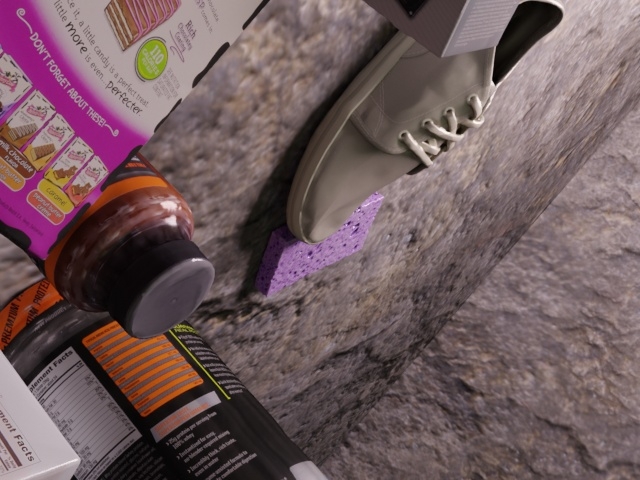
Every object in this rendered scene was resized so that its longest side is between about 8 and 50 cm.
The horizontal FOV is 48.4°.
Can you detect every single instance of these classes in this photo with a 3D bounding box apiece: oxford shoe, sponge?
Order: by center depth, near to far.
[{"bbox_3d":[0.123,-0.159,0.866,0.449,0.130,0.169,-49,159,10],"label":"oxford shoe"},{"bbox_3d":[0.000,0.000,1.038,0.210,0.031,0.117,-26,150,-41],"label":"sponge"}]

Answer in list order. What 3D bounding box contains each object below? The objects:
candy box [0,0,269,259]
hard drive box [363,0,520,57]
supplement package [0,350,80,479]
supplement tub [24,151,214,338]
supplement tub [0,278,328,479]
[{"bbox_3d":[-0.135,-0.123,0.389,0.233,0.071,0.159,-52,158,-14],"label":"candy box"},{"bbox_3d":[0.097,-0.288,0.532,0.089,0.181,0.232,-23,147,-42],"label":"hard drive box"},{"bbox_3d":[-0.359,0.182,0.487,0.199,0.198,0.263,-56,156,20],"label":"supplement package"},{"bbox_3d":[-0.161,-0.023,0.496,0.106,0.198,0.106,-38,155,-21],"label":"supplement tub"},{"bbox_3d":[-0.161,0.192,0.671,0.207,0.338,0.207,-38,156,-20],"label":"supplement tub"}]
